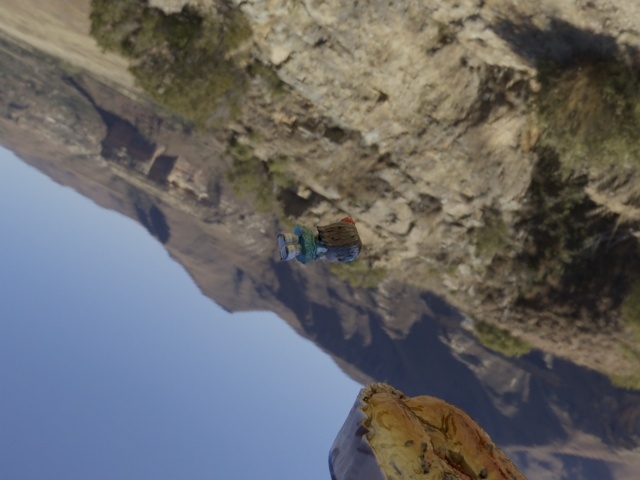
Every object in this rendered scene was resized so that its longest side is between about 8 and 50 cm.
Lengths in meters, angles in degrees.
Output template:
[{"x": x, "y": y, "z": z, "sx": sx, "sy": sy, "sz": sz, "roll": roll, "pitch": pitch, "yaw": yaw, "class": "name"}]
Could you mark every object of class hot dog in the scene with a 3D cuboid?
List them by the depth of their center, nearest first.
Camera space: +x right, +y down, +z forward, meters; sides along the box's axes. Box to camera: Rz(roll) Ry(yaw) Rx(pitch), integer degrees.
[{"x": 0.097, "y": 0.180, "z": 0.345, "sx": 0.144, "sy": 0.075, "sz": 0.268, "roll": 25, "pitch": -159, "yaw": -52, "class": "hot dog"}]

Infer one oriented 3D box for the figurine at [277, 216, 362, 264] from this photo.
[{"x": 0.000, "y": 0.000, "z": 0.853, "sx": 0.106, "sy": 0.047, "sz": 0.060, "roll": -5, "pitch": -130, "yaw": -23, "class": "figurine"}]
